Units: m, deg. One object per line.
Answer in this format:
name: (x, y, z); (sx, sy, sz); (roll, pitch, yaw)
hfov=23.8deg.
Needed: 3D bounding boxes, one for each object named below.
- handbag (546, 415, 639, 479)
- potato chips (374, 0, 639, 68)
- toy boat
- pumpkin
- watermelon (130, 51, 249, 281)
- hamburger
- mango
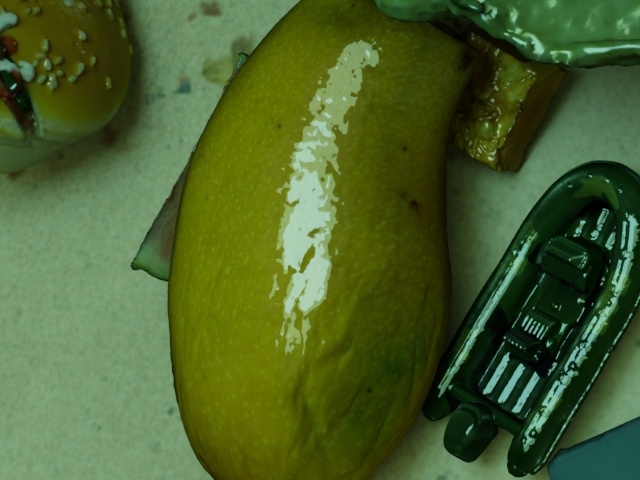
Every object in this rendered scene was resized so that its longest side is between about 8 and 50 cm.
handbag: (0.228, 0.204, 0.881); (0.144, 0.057, 0.221); (-24, 70, 21)
potato chips: (0.165, -0.222, 0.911); (0.389, 0.097, 0.373); (13, 52, 17)
toy boat: (0.141, 0.047, 0.949); (0.104, 0.052, 0.210); (32, 93, 42)
pumpkin: (0.112, -0.094, 0.995); (0.074, 0.054, 0.083); (36, 115, 29)
watermelon: (-0.072, -0.044, 1.056); (0.163, 0.087, 0.069); (-61, 33, 0)
hamburger: (-0.245, -0.191, 1.079); (0.151, 0.227, 0.295); (-42, 65, 33)
mango: (-0.003, -0.002, 0.967); (0.187, 0.144, 0.359); (6, 87, 24)
